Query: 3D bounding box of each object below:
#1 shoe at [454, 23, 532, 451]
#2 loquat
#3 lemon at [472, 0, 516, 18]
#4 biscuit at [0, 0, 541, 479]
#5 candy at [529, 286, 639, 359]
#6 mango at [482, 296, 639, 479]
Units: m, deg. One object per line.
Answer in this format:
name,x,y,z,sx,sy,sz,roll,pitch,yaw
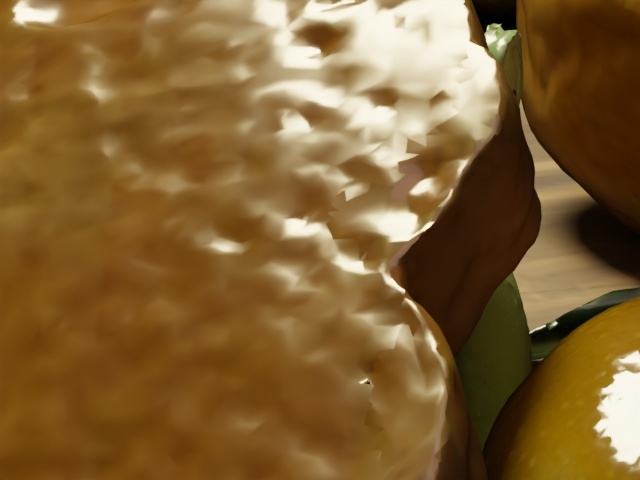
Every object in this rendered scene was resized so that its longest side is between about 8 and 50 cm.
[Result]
shoe,-0.006,-0.002,0.558,0.128,0.140,0.262,1,20,-30
loquat,0.196,-0.089,0.824,0.238,0.193,0.238,-1,18,0
lemon,0.144,-0.276,1.304,0.310,0.253,0.253,5,17,1
biscuit,-0.089,0.001,0.444,0.269,0.051,0.376,-23,40,-3
candy,0.220,0.016,0.716,0.323,0.097,0.097,-7,20,-15
mango,0.099,0.092,0.343,0.136,0.099,0.227,30,17,-26
